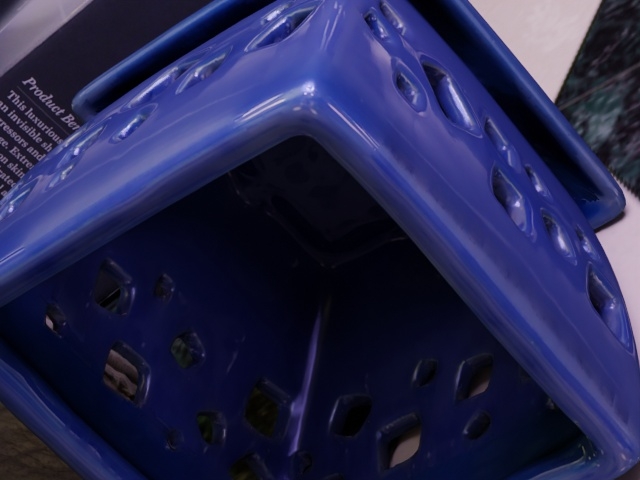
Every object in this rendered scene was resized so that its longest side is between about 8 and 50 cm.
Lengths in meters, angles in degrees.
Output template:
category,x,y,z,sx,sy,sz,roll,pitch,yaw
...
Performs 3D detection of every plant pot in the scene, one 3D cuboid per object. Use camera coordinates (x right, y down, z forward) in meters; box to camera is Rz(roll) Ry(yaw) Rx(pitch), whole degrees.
category,x,y,z,sx,sy,sz,roll,pitch,yaw
plant pot,0.000,0.000,0.868,0.236,0.236,0.212,-28,28,31

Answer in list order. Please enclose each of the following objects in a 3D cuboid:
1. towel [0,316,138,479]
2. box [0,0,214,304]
category,x,y,z,sx,sy,sz,roll,pitch,yaw
towel,-0.223,0.100,1.074,0.282,0.187,0.049,-21,42,40
box,-0.155,-0.130,1.277,0.294,0.183,0.296,-36,31,15
